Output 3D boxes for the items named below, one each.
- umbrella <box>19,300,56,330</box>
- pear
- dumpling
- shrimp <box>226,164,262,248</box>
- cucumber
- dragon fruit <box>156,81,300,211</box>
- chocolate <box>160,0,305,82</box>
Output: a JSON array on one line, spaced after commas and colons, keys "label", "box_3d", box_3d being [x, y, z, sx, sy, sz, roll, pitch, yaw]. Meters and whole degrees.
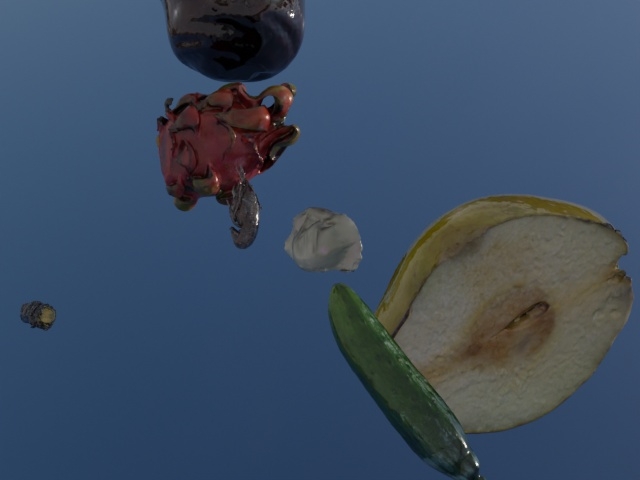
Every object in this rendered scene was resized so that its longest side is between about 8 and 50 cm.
[{"label": "umbrella", "box_3d": [-0.394, 0.105, 1.241, 0.037, 0.040, 0.144, -49, -162, -20]}, {"label": "pear", "box_3d": [0.232, 0.088, 1.261, 0.386, 0.340, 0.191, -25, -150, -6]}, {"label": "dumpling", "box_3d": [0.000, 0.000, 1.745, 0.188, 0.127, 0.108, 8, -160, 38]}, {"label": "shrimp", "box_3d": [-0.148, -0.065, 1.703, 0.065, 0.056, 0.165, -22, -114, 38]}, {"label": "cucumber", "box_3d": [0.080, 0.149, 0.856, 0.056, 0.250, 0.056, -36, 169, -8]}, {"label": "dragon fruit", "box_3d": [-0.193, -0.200, 1.786, 0.243, 0.227, 0.307, -9, 156, -45]}, {"label": "chocolate", "box_3d": [-0.180, -0.513, 1.958, 0.383, 0.331, 0.383, -10, 168, -2]}]
